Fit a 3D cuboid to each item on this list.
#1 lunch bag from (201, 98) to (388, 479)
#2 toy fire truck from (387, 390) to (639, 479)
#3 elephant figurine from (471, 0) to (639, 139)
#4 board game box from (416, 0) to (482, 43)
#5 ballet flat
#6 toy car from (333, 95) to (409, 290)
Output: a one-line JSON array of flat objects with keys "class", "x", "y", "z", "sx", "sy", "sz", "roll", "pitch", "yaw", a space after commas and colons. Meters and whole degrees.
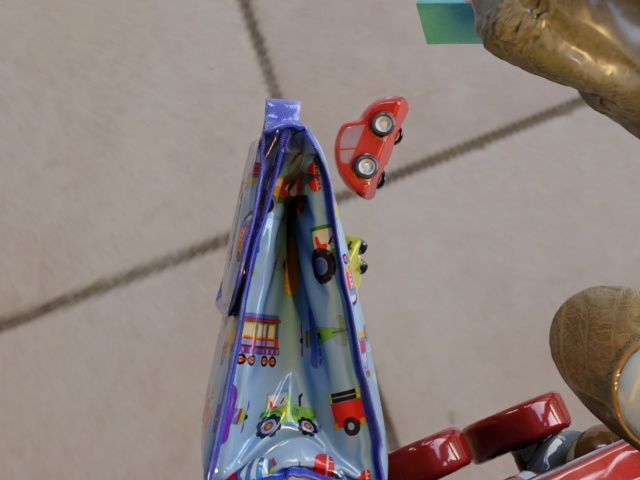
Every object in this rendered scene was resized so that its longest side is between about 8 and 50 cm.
[{"class": "lunch bag", "x": -0.022, "y": 0.037, "z": 1.394, "sx": 0.138, "sy": 0.221, "sz": 0.293, "roll": 0, "pitch": 89, "yaw": -3}, {"class": "toy fire truck", "x": 0.195, "y": 0.213, "z": 1.526, "sx": 0.302, "sy": 0.254, "sz": 0.169, "roll": -16, "pitch": 81, "yaw": -37}, {"class": "elephant figurine", "x": 0.142, "y": -0.145, "z": 0.718, "sx": 0.169, "sy": 0.239, "sz": 0.186, "roll": 9, "pitch": 120, "yaw": -5}, {"class": "board game box", "x": 0.214, "y": -0.233, "z": 1.630, "sx": 0.160, "sy": 0.210, "sz": 0.047, "roll": -52, "pitch": 134, "yaw": -41}, {"class": "ballet flat", "x": 0.302, "y": 0.150, "z": 1.260, "sx": 0.342, "sy": 0.124, "sz": 0.116, "roll": 40, "pitch": 102, "yaw": 8}, {"class": "toy car", "x": 0.000, "y": 0.000, "z": 1.616, "sx": 0.053, "sy": 0.225, "sz": 0.239, "roll": 21, "pitch": 122, "yaw": 12}]
